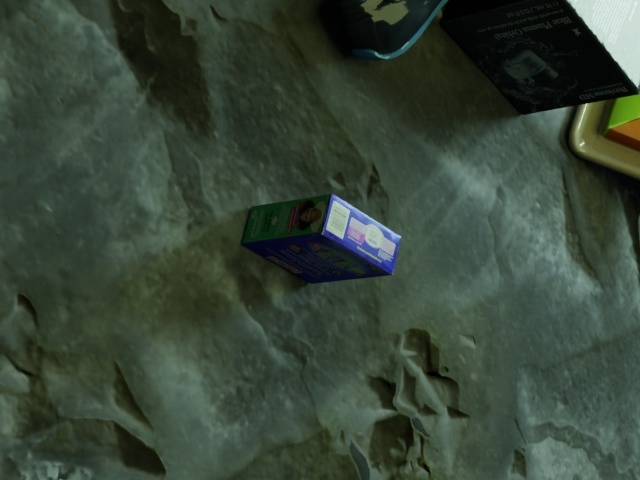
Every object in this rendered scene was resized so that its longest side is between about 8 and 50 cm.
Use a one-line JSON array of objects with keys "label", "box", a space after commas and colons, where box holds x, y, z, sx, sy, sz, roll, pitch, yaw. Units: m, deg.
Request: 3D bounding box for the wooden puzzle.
[{"label": "wooden puzzle", "box": [0.423, -0.156, 1.507, 0.239, 0.044, 0.221, 23, 66, -2]}]

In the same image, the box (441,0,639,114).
[{"label": "box", "box": [0.240, -0.221, 1.344, 0.158, 0.156, 0.093, 41, 61, -31]}]

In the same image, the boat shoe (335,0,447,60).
[{"label": "boat shoe", "box": [0.102, -0.288, 1.258, 0.089, 0.109, 0.258, 54, 51, -38]}]

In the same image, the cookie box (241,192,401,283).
[{"label": "cookie box", "box": [0.000, 0.000, 1.138, 0.092, 0.107, 0.040, 31, 65, -37]}]
